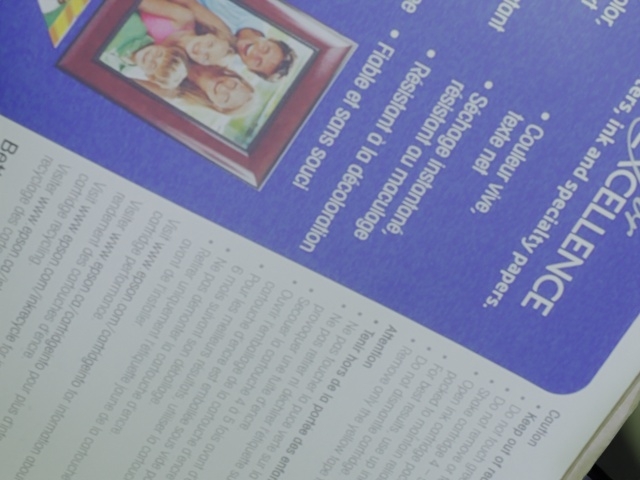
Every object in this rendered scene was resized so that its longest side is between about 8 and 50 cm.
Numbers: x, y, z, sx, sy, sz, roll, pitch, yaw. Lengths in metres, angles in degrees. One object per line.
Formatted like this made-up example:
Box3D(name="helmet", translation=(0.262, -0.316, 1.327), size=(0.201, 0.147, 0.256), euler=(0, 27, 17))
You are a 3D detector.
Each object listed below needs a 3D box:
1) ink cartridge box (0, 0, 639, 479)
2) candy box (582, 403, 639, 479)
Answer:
Box3D(name="ink cartridge box", translation=(0.000, 0.000, 0.547), size=(0.307, 0.072, 0.304), euler=(27, 110, -15))
Box3D(name="candy box", translation=(0.128, 0.080, 0.658), size=(0.165, 0.196, 0.070), euler=(-30, 150, -50))
